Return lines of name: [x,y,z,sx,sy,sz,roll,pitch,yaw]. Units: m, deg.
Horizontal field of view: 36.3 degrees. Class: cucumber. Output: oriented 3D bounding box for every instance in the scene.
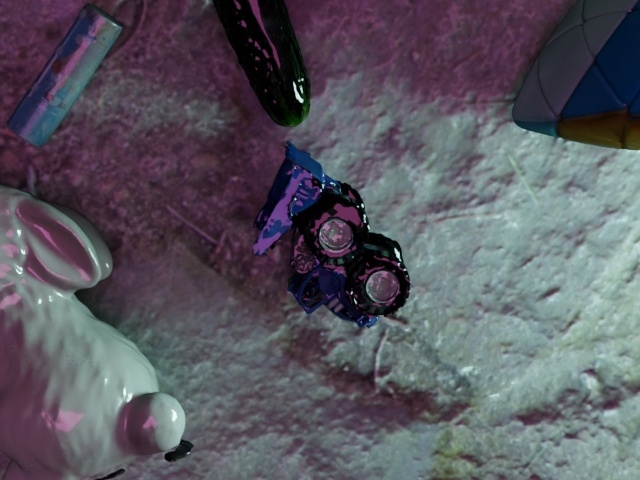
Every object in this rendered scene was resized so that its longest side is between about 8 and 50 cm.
cucumber: [-0.068,-0.231,1.030,0.074,0.074,0.241,-21,106,2]

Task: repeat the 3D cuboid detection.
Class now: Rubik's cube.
Rubik's cube: [0.370,-0.200,1.031,0.254,0.254,0.254,-1,105,-3]

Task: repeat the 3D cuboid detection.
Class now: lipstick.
lipstick: [-0.273,-0.176,1.044,0.048,0.048,0.158,35,100,-11]

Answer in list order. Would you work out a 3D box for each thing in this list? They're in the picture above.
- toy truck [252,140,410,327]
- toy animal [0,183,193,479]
toy truck: [0.000,0.000,1.073,0.126,0.113,0.208,-36,103,8]
toy animal: [-0.302,0.093,1.054,0.257,0.194,0.357,-19,97,12]
